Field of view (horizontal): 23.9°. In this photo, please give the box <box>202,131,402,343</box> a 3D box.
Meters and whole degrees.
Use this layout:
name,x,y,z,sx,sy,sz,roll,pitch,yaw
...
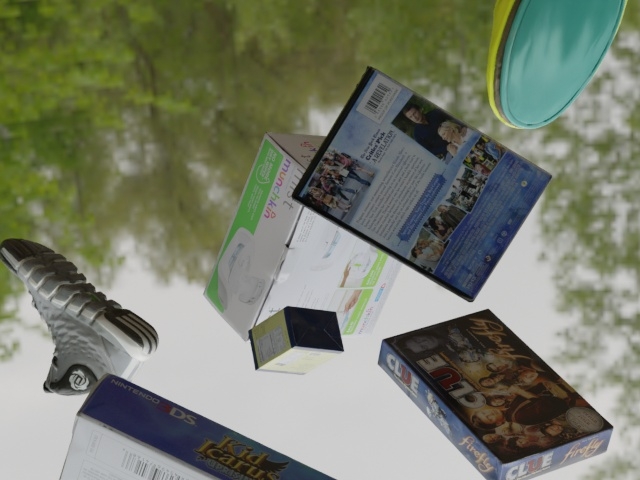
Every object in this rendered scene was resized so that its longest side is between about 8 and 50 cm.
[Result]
name,x,y,z,sx,sy,sz,roll,pitch,yaw
box,0.000,0.000,2.044,0.231,0.262,0.127,0,-147,-40

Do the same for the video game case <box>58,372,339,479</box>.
name,x,y,z,sx,sy,sz,roll,pitch,yaw
video game case,-0.087,0.257,1.204,0.270,0.244,0.061,25,-143,4

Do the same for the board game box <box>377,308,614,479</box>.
name,x,y,z,sx,sy,sz,roll,pitch,yaw
board game box,0.202,0.181,1.776,0.165,0.042,0.243,-14,-140,-30

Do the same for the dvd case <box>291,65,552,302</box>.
name,x,y,z,sx,sy,sz,roll,pitch,yaw
dvd case,0.118,-0.063,1.764,0.253,0.180,0.022,30,-171,-8

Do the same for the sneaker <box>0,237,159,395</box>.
name,x,y,z,sx,sy,sz,roll,pitch,yaw
sneaker,-0.300,0.103,1.708,0.229,0.132,0.086,36,-165,21

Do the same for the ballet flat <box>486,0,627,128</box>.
name,x,y,z,sx,sy,sz,roll,pitch,yaw
ballet flat,0.154,-0.182,0.918,0.077,0.231,0.077,9,-155,-21

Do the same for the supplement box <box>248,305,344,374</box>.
name,x,y,z,sx,sy,sz,roll,pitch,yaw
supplement box,-0.031,0.126,1.896,0.083,0.056,0.083,10,149,-40
